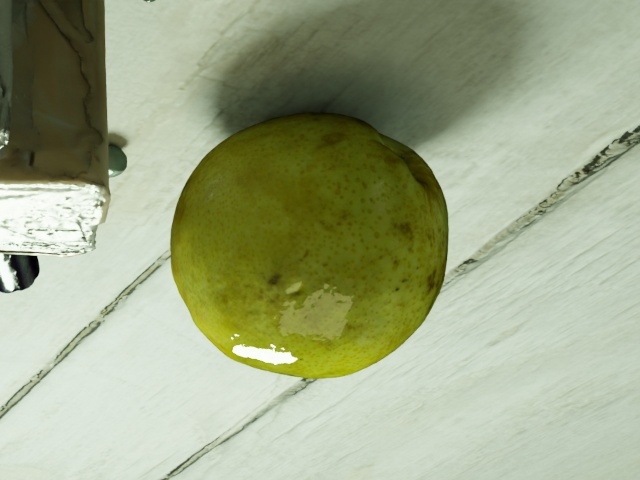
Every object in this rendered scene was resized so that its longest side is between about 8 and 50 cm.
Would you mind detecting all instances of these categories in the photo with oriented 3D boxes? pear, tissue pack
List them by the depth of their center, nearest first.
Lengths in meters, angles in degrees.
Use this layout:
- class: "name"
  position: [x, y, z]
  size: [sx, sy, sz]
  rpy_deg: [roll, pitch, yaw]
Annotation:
- class: "tissue pack"
  position: [-0.295, -0.166, 1.624]
  size: [0.238, 0.305, 0.238]
  rpy_deg: [-3, 151, -2]
- class: "pear"
  position: [0.000, 0.000, 2.014]
  size: [0.304, 0.304, 0.304]
  rpy_deg: [-3, 153, -2]

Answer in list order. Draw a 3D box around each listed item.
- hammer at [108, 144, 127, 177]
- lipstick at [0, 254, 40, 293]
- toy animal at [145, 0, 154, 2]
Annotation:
- class: "hammer"
  position: [-0.350, -0.089, 2.056]
  size: [0.226, 0.041, 0.159]
  rpy_deg: [21, 142, -41]
- class: "lipstick"
  position: [-0.370, -0.090, 1.934]
  size: [0.077, 0.077, 0.418]
  rpy_deg: [-5, 142, 2]
- class: "toy animal"
  position: [-0.188, -0.331, 1.547]
  size: [0.125, 0.127, 0.251]
  rpy_deg: [-1, 141, 20]
